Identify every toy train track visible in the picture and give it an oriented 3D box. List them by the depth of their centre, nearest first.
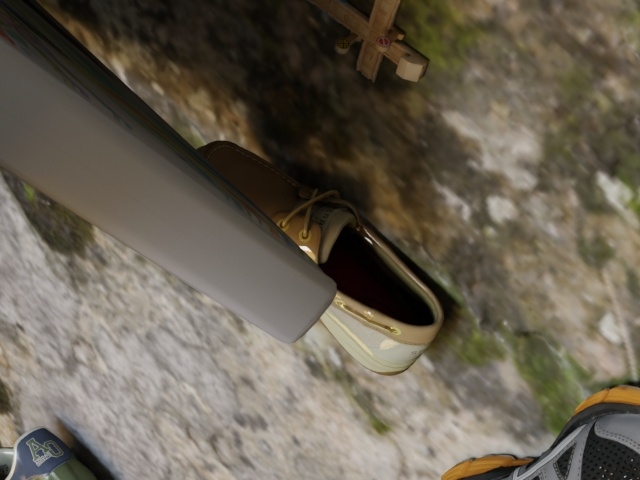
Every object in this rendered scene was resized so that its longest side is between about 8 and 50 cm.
[{"bbox_3d":[0.006,-0.088,0.664,0.083,0.014,0.048,38,144,16],"label":"toy train track"}]

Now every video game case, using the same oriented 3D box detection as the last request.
[{"bbox_3d":[-0.163,-0.107,0.604,0.300,0.036,0.329,43,-178,34],"label":"video game case"}]

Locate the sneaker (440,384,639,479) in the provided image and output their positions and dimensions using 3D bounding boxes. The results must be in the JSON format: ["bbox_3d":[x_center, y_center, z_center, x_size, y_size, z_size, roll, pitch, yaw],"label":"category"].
[{"bbox_3d":[0.099,0.128,0.710,0.084,0.083,0.215,51,145,0],"label":"sneaker"}]

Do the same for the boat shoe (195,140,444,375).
[{"bbox_3d":[0.000,0.000,0.730,0.135,0.050,0.045,40,143,-4],"label":"boat shoe"}]

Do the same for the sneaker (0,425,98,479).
[{"bbox_3d":[-0.195,0.175,1.108,0.086,0.064,0.192,56,146,3],"label":"sneaker"}]
